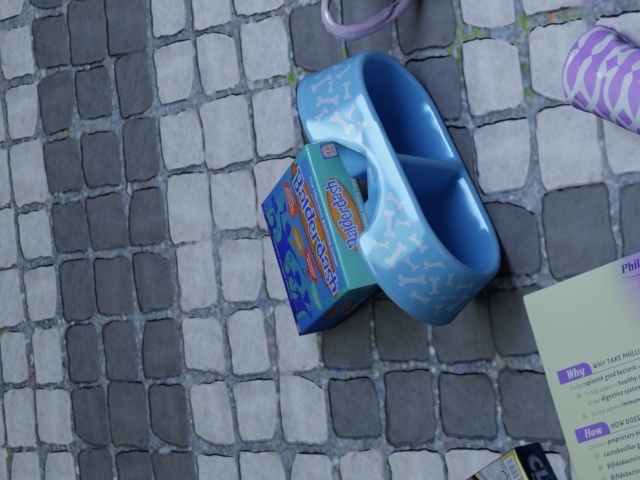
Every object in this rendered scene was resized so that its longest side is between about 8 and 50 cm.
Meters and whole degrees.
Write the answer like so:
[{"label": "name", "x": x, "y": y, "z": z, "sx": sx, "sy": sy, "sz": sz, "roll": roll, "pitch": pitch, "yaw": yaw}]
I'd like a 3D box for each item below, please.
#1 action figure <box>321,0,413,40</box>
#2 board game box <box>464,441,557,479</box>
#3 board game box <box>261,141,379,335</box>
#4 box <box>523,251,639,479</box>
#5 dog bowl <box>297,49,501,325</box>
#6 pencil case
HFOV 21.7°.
[{"label": "action figure", "x": -0.011, "y": -0.428, "z": 1.752, "sx": 0.370, "sy": 0.248, "sz": 0.276, "roll": 36, "pitch": 145, "yaw": 37}, {"label": "board game box", "x": 0.205, "y": 0.347, "z": 1.665, "sx": 0.165, "sy": 0.042, "sz": 0.243, "roll": -41, "pitch": 65, "yaw": 40}, {"label": "board game box", "x": 0.000, "y": 0.000, "z": 1.781, "sx": 0.210, "sy": 0.047, "sz": 0.160, "roll": 132, "pitch": 124, "yaw": -67}, {"label": "box", "x": 0.324, "y": 0.127, "z": 1.470, "sx": 0.213, "sy": 0.117, "sz": 0.243, "roll": -26, "pitch": 76, "yaw": 44}, {"label": "dog bowl", "x": 0.085, "y": -0.061, "z": 1.675, "sx": 0.074, "sy": 0.166, "sz": 0.297, "roll": -34, "pitch": 69, "yaw": 29}, {"label": "pencil case", "x": 0.313, "y": -0.130, "z": 1.483, "sx": 0.206, "sy": 0.086, "sz": 0.088, "roll": 27, "pitch": 78, "yaw": 39}]
